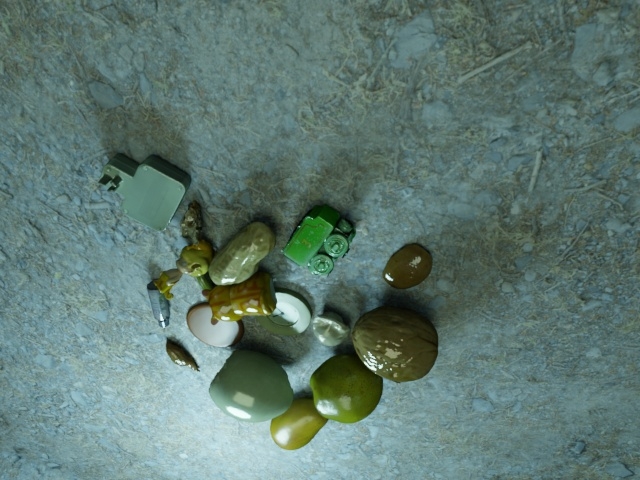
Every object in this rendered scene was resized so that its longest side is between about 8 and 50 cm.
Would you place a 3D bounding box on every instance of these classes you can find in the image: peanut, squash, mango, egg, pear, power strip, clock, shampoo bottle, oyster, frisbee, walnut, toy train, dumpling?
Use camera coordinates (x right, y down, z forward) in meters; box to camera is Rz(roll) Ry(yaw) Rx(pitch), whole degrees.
[{"bbox_3d":[-0.269,0.049,1.624,0.152,0.152,0.313,38,117,-15],"label":"peanut"},{"bbox_3d":[-0.436,0.174,1.795,0.052,0.052,0.183,-12,117,17],"label":"squash"},{"bbox_3d":[-0.096,0.821,2.096,0.211,0.173,0.317,40,114,-17],"label":"mango"},{"bbox_3d":[-0.276,0.607,1.917,0.336,0.278,0.278,29,123,-7],"label":"egg"},{"bbox_3d":[0.109,0.589,1.849,0.294,0.294,0.294,5,124,7],"label":"pear"},{"bbox_3d":[-0.598,-0.168,1.544,0.261,0.141,0.229,30,122,-14],"label":"power strip"},{"bbox_3d":[-0.149,0.285,1.833,0.235,0.029,0.235,5,125,8],"label":"clock"},{"bbox_3d":[-0.649,0.261,1.876,0.072,0.072,0.214,5,125,6],"label":"shampoo bottle"},{"bbox_3d":[-0.444,-0.064,1.628,0.103,0.051,0.148,33,122,31],"label":"oyster"},{"bbox_3d":[-0.441,0.357,1.935,0.250,0.021,0.251,5,124,8],"label":"frisbee"},{"bbox_3d":[0.267,0.363,1.673,0.313,0.277,0.252,13,94,6],"label":"walnut"},{"bbox_3d":[0.000,0.000,1.560,0.188,0.132,0.243,35,123,-4],"label":"toy train"},{"bbox_3d":[0.049,0.340,1.787,0.136,0.118,0.199,-12,142,19],"label":"dumpling"}]

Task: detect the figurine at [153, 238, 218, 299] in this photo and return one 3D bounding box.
[{"bbox_3d":[-0.482,0.096,1.669,0.246,0.156,0.131,-38,131,-13],"label":"figurine"}]

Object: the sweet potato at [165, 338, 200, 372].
[{"bbox_3d":[-0.613,0.526,2.050,0.068,0.068,0.226,-27,116,24],"label":"sweet potato"}]

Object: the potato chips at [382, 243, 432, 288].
[{"bbox_3d":[0.305,0.105,1.623,0.150,0.049,0.201,38,127,-9],"label":"potato chips"}]

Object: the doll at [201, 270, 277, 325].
[{"bbox_3d":[-0.285,0.215,1.718,0.269,0.162,0.167,-18,79,23],"label":"doll"}]
